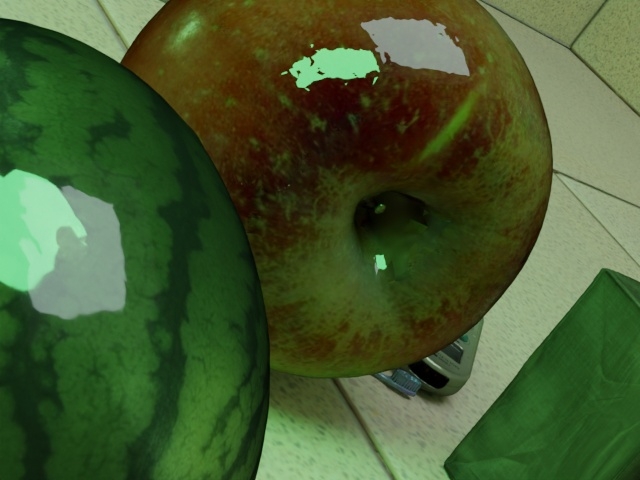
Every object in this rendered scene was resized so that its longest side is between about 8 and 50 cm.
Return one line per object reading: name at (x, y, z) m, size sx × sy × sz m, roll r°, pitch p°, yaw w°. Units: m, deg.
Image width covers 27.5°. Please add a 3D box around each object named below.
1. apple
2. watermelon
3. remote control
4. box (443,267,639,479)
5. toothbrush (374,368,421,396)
apple at (0.001, -0.065, 1.033) m, size 0.348 × 0.348 × 0.277 m, roll 25°, pitch 14°, yaw -30°
watermelon at (-0.169, 0.035, 0.628) m, size 0.279 × 0.279 × 0.359 m, roll 22°, pitch 21°, yaw -35°
remote control at (0.118, 0.094, 1.302) m, size 0.078 × 0.042 × 0.221 m, roll 38°, pitch 21°, yaw -1°
box at (0.245, 0.165, 1.080) m, size 0.149 × 0.231 × 0.155 m, roll 21°, pitch 26°, yaw -36°
toothbrush at (0.008, 0.086, 1.176) m, size 0.193 × 0.019 × 0.013 m, roll 32°, pitch 21°, yaw -8°
